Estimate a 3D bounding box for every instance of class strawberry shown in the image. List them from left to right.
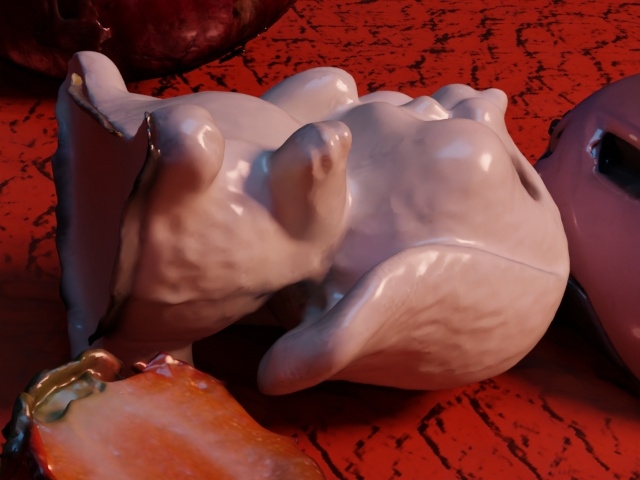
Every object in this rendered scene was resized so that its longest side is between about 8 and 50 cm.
[{"bbox_3d":[-0.062,0.120,0.884,0.187,0.082,0.146,29,37,20],"label":"strawberry"}]

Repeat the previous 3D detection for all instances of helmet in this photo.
[{"bbox_3d":[0.229,-0.013,1.137,0.198,0.154,0.253,-30,32,-31],"label":"helmet"}]

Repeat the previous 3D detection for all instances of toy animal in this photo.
[{"bbox_3d":[-0.009,0.003,1.031,0.289,0.174,0.249,8,15,-1],"label":"toy animal"}]

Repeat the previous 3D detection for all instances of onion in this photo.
[{"bbox_3d":[-0.131,-0.225,1.386,0.314,0.232,0.314,-8,42,7],"label":"onion"}]
